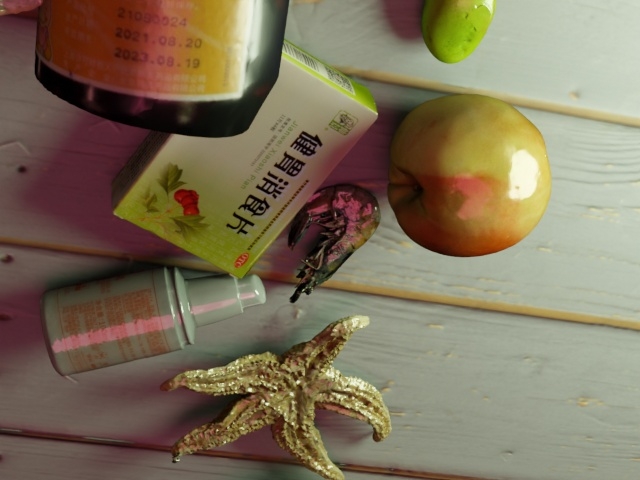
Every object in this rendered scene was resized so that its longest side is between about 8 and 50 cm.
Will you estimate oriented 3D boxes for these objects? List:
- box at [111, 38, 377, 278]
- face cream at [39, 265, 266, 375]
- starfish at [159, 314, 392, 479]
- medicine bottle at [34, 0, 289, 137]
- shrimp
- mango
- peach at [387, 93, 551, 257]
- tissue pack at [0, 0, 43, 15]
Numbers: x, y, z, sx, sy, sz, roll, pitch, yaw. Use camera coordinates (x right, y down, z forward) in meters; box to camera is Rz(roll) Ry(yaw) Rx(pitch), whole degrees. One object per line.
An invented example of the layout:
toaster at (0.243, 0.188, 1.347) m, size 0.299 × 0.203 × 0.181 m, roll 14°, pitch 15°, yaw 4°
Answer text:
box at (-0.086, -0.097, 1.611) m, size 0.175 × 0.062 × 0.260 m, roll 29°, pitch 115°, yaw -26°
face cream at (-0.187, 0.081, 1.697) m, size 0.251 × 0.101 × 0.101 m, roll -13°, pitch 126°, yaw -1°
starfish at (-0.051, 0.199, 1.829) m, size 0.302 × 0.060 × 0.299 m, roll -4°, pitch 132°, yaw -14°
medicine bottle at (-0.129, -0.311, 1.361) m, size 0.242 × 0.242 × 0.395 m, roll 6°, pitch 110°, yaw -14°
shrimp at (0.000, 0.000, 1.718) m, size 0.091 × 0.034 × 0.161 m, roll 32°, pitch 109°, yaw -15°
mango at (0.143, -0.233, 1.555) m, size 0.073 × 0.056 × 0.108 m, roll 4°, pitch 127°, yaw -6°
peach at (0.163, -0.070, 1.608) m, size 0.184 × 0.184 × 0.184 m, roll -4°, pitch 126°, yaw -6°
tissue pack at (-0.345, -0.312, 1.325) m, size 0.090 × 0.222 × 0.186 m, roll -28°, pitch 133°, yaw -43°
